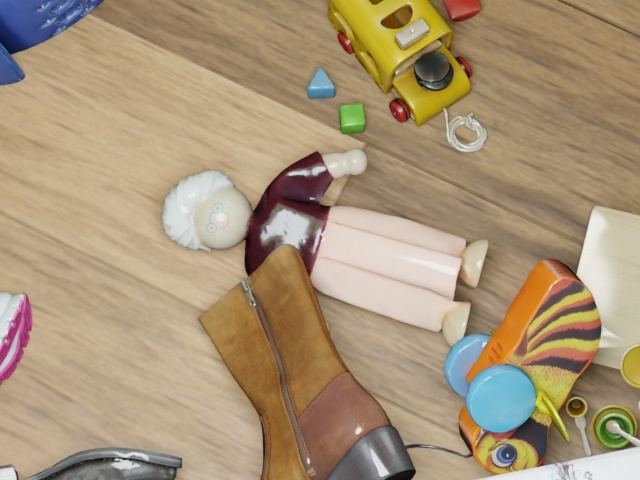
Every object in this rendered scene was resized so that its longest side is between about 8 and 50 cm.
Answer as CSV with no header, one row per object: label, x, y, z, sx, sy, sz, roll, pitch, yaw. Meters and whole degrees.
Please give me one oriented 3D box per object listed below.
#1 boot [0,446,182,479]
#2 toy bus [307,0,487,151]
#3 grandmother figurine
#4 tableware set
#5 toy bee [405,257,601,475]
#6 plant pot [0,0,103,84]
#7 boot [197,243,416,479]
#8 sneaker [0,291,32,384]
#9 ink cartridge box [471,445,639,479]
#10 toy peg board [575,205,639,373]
boot,-0.253,0.334,1.869,0.262,0.091,0.229,-11,80,1
toy bus,0.094,-0.212,2.009,0.202,0.104,0.191,9,74,3
grandmother figurine,0.000,0.000,1.948,0.342,0.104,0.208,15,80,3
tableware set,0.330,0.161,1.909,0.154,0.024,0.104,-17,98,9
toy bee,0.194,0.167,1.887,0.162,0.298,0.195,36,31,-25
plant pot,-0.366,-0.313,1.976,0.236,0.236,0.212,39,84,10
boot,-0.063,0.185,1.875,0.264,0.096,0.280,-46,62,30
sneaker,-0.395,0.153,1.905,0.111,0.103,0.252,19,62,9
ink cartridge box,0.252,0.310,1.719,0.270,0.198,0.197,-10,75,-2
toy peg board,0.345,0.060,1.957,0.161,0.079,0.161,14,90,4
